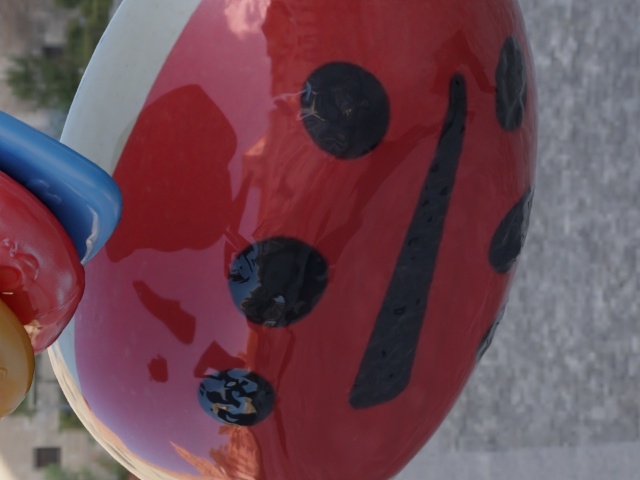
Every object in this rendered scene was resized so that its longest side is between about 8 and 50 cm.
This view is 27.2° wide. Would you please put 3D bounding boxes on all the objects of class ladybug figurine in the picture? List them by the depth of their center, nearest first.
[{"bbox_3d":[0.000,0.000,0.760,0.162,0.305,0.449,48,141,41],"label":"ladybug figurine"}]

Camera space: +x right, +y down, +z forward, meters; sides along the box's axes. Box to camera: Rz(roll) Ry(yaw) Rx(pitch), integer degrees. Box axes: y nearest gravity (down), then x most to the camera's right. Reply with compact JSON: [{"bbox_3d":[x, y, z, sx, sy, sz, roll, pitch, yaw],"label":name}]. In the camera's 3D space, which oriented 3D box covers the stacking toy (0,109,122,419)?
[{"bbox_3d":[-0.196,0.087,0.509,0.175,0.165,0.302,-35,37,43],"label":"stacking toy"}]
